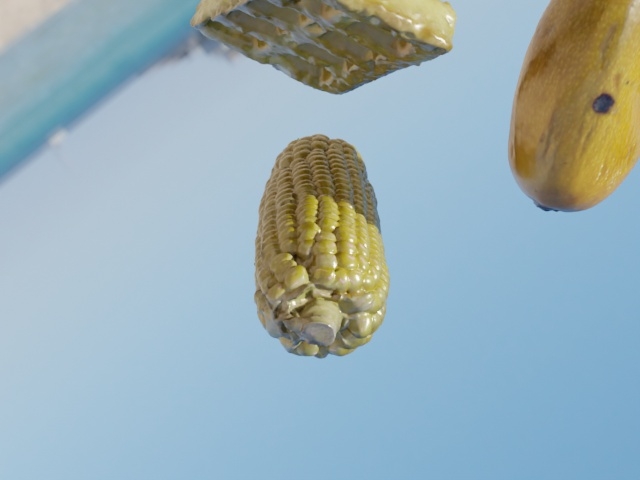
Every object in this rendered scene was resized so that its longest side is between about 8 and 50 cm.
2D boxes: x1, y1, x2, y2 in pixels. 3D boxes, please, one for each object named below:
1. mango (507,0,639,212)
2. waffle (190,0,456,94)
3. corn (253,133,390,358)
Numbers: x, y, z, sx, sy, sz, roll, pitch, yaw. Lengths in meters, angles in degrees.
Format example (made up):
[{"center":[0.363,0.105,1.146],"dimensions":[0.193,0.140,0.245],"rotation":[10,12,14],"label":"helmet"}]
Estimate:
[{"center":[0.251,-0.166,1.787],"dimensions":[0.177,0.120,0.295],"rotation":[-13,122,-62],"label":"mango"},{"center":[0.001,-0.202,1.793],"dimensions":[0.274,0.168,0.057],"rotation":[-12,-123,67],"label":"waffle"},{"center":[0.000,0.000,1.880],"dimensions":[0.130,0.130,0.347],"rotation":[-36,-157,19],"label":"corn"}]
